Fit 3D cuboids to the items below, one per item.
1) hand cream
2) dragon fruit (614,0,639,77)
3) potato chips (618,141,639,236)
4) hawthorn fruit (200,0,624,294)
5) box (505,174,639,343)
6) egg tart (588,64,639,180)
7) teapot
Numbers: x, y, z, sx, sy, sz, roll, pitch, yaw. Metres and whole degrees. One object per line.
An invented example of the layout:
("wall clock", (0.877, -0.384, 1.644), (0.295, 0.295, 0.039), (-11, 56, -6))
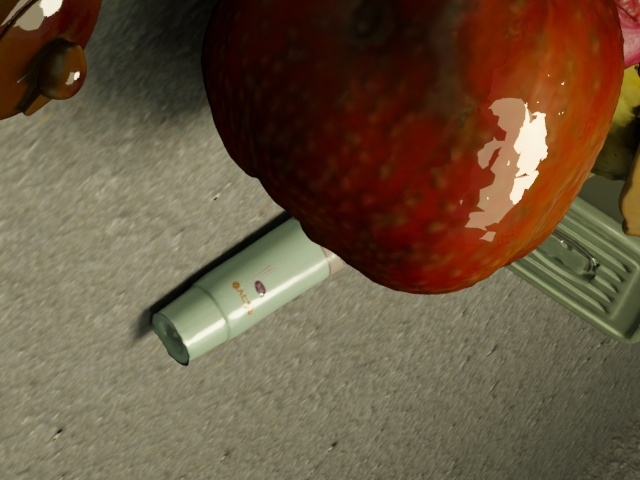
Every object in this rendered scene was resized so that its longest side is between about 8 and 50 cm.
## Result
("hand cream", (0.000, 0.000, 1.591), (0.331, 0.085, 0.058), (-33, 179, -27))
("dragon fruit", (0.177, -0.200, 1.386), (0.272, 0.198, 0.218), (-21, 175, 6))
("potato chips", (0.347, -0.081, 1.649), (0.208, 0.062, 0.195), (-18, 134, -45))
("hawthorn fruit", (0.064, -0.117, 1.184), (0.275, 0.275, 0.300), (-14, 130, -58))
("box", (0.275, -0.028, 1.874), (0.135, 0.243, 0.163), (-48, 164, -29))
("egg tart", (0.298, -0.173, 1.677), (0.345, 0.132, 0.345), (-38, 148, -29))
("teapot", (-0.153, -0.113, 0.997), (0.098, 0.078, 0.129), (-18, 148, -54))
